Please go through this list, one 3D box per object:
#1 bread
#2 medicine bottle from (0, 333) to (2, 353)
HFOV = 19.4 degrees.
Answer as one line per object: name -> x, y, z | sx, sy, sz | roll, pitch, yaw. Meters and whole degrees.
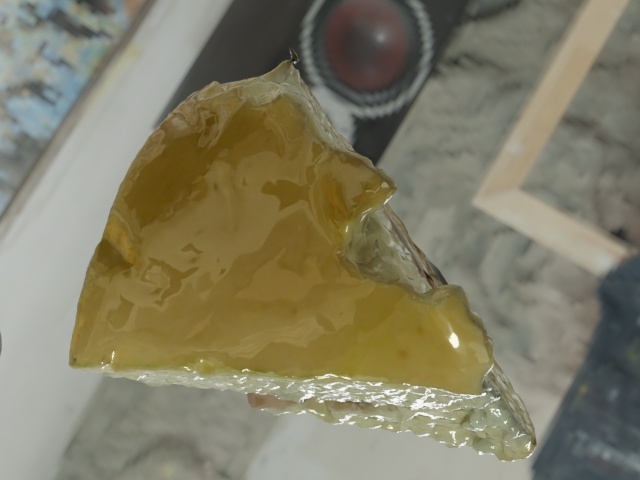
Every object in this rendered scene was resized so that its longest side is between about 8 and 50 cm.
bread -> 0.011, -0.005, 1.024 | 0.224, 0.211, 0.183 | 4, 164, 21
medicine bottle -> -0.191, -0.047, 0.514 | 0.095, 0.095, 0.260 | 12, 136, 58
